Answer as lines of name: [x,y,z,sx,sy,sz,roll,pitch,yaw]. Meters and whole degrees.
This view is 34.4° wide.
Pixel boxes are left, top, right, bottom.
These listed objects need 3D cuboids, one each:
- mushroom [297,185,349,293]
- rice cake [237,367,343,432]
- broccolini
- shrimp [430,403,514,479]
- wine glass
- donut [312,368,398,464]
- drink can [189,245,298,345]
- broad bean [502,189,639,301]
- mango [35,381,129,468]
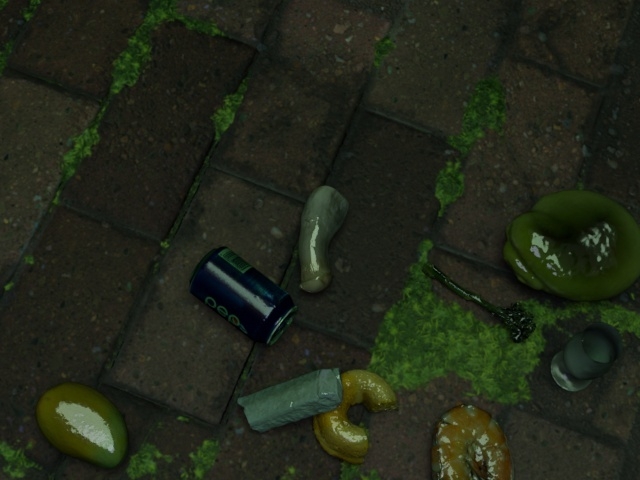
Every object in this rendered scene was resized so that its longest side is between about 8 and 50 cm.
mushroom: [-0.003,-0.001,2.078,0.081,0.092,0.223,-12,56,39]
rice cake: [-0.051,0.298,1.922,0.206,0.063,0.069,-23,47,17]
broccolini: [0.318,0.113,2.069,0.254,0.057,0.071,34,27,7]
shrimp: [0.284,0.461,1.924,0.164,0.062,0.317,5,67,-8]
wine glass: [0.503,0.220,1.957,0.093,0.202,0.093,2,67,-4]
donut: [0.061,0.320,1.957,0.146,0.078,0.181,34,67,9]
drink can: [-0.149,0.108,2.004,0.205,0.118,0.118,37,70,12]
broad bean: [0.513,0.007,2.088,0.291,0.119,0.238,5,68,-2]
mango: [-0.435,0.342,1.905,0.130,0.092,0.194,-42,81,-19]
